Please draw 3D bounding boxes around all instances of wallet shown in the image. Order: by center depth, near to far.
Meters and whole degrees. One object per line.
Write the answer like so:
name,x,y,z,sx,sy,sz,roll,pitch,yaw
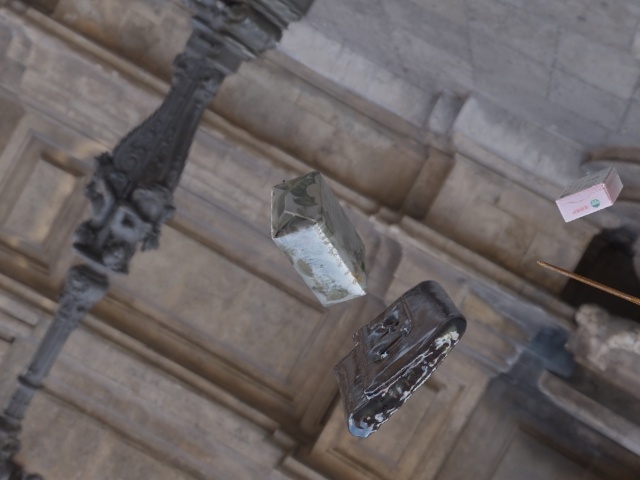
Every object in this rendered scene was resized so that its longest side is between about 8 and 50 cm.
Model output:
wallet,0.087,0.128,0.925,0.049,0.182,0.229,45,-176,-6

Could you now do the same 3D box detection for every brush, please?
brush,0.567,0.098,1.530,0.314,0.017,0.090,23,180,27

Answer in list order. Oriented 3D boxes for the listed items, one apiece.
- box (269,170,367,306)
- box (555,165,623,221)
box,0.000,0.000,0.613,0.098,0.045,0.062,56,-157,-45
box,0.473,-0.083,1.385,0.125,0.089,0.043,-34,-81,-55
